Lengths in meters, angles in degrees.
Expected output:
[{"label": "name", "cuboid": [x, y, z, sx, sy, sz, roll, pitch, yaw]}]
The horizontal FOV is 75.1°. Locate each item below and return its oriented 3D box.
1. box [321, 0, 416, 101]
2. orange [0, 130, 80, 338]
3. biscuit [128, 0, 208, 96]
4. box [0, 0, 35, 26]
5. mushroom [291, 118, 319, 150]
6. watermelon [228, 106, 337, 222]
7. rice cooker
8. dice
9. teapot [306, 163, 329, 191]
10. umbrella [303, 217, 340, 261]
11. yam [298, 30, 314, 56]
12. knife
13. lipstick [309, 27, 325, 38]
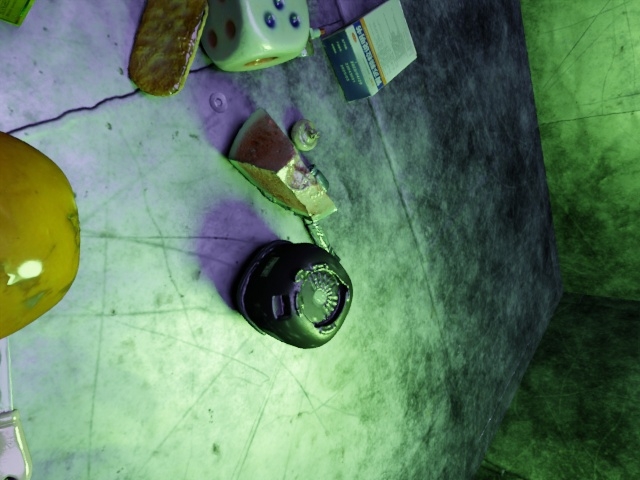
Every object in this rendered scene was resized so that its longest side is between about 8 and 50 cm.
[{"label": "box", "cuboid": [0.161, -0.594, 1.291, 0.299, 0.106, 0.200, -47, 122, -30]}, {"label": "orange", "cuboid": [-0.488, -0.007, 0.560, 0.311, 0.311, 0.313, -3, 95, -44]}, {"label": "biscuit", "cuboid": [-0.310, -0.415, 0.852, 0.118, 0.029, 0.248, 17, 88, -5]}, {"label": "box", "cuboid": [-0.478, -0.474, 0.651, 0.064, 0.140, 0.220, 5, 89, -44]}, {"label": "mushroom", "cuboid": [-0.035, -0.289, 1.134, 0.085, 0.079, 0.085, -4, 97, -41]}, {"label": "watermelon", "cuboid": [-0.089, -0.153, 1.010, 0.148, 0.226, 0.318, -41, 111, -4]}, {"label": "rice cooker", "cuboid": [-0.062, 0.132, 1.029, 0.266, 0.224, 0.268, 1, 89, -37]}, {"label": "dice", "cuboid": [-0.154, -0.496, 0.930, 0.194, 0.193, 0.192, -27, 110, -39]}, {"label": "teapot", "cuboid": [-0.019, -0.171, 1.188, 0.083, 0.063, 0.049, 51, 28, -30]}, {"label": "umbrella", "cuboid": [0.000, 0.000, 1.214, 0.046, 0.050, 0.188, -38, 120, -13]}, {"label": "yam", "cuboid": [-0.082, -0.556, 1.057, 0.107, 0.107, 0.183, -34, 117, -37]}, {"label": "knife", "cuboid": [-0.554, 0.268, 0.705, 0.081, 0.043, 0.337, -7, 91, -37]}, {"label": "lipstick", "cuboid": [-0.027, -0.576, 1.160, 0.129, 0.030, 0.030, -36, 116, -37]}]
